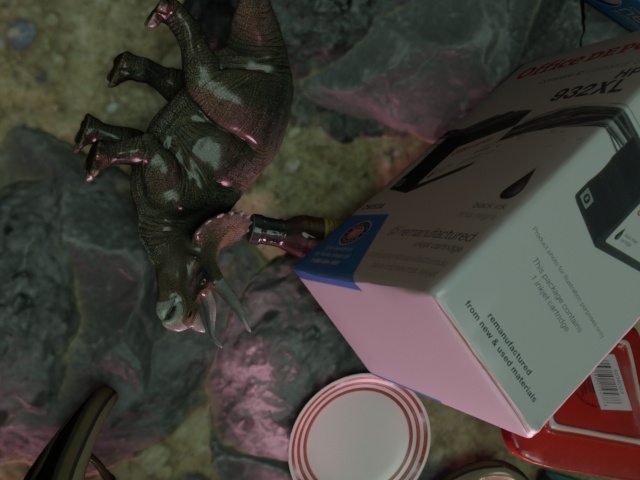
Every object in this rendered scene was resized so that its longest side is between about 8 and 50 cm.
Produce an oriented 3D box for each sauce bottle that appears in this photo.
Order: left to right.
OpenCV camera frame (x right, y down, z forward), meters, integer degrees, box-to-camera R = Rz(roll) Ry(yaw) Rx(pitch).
[{"bbox_3d":[0.000,0.000,0.706,0.128,0.042,0.042,9,96,-14],"label":"sauce bottle"}]

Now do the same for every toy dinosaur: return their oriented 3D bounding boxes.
[{"bbox_3d":[-0.092,-0.090,0.645,0.160,0.121,0.314,25,87,-29],"label":"toy dinosaur"}]

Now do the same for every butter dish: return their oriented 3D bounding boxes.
[{"bbox_3d":[0.222,0.154,0.758,0.159,0.118,0.160,12,54,-15],"label":"butter dish"}]

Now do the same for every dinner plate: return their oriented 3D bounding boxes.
[{"bbox_3d":[0.036,0.191,0.758,0.141,0.017,0.141,-2,100,-14],"label":"dinner plate"}]

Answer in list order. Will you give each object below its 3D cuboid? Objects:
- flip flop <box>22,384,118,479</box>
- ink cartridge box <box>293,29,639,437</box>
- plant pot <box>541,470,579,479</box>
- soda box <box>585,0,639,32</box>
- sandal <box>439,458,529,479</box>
[{"bbox_3d":[-0.182,0.232,0.589,0.080,0.277,0.112,28,121,-27],"label":"flip flop"},{"bbox_3d":[0.162,-0.023,0.624,0.307,0.223,0.129,-41,107,-17],"label":"ink cartridge box"},{"bbox_3d":[0.273,0.386,0.782,0.165,0.166,0.234,19,100,-17],"label":"plant pot"},{"bbox_3d":[0.302,-0.237,0.736,0.210,0.067,0.071,26,92,-18],"label":"soda box"},{"bbox_3d":[0.109,0.347,0.766,0.120,0.086,0.303,38,88,-18],"label":"sandal"}]
